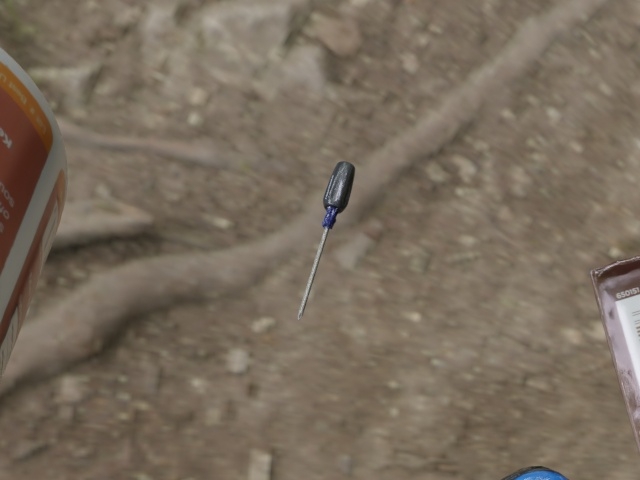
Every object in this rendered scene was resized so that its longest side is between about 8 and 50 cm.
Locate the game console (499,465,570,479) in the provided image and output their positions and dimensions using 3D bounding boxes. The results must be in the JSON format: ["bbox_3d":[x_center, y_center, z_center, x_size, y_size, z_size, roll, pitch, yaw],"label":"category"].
[{"bbox_3d":[0.081,0.296,1.139,0.250,0.173,0.293,-32,100,-8],"label":"game console"}]

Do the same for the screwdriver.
[{"bbox_3d":[0.000,0.000,1.832,0.025,0.024,0.170,1,60,38],"label":"screwdriver"}]

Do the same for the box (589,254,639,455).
[{"bbox_3d":[0.365,0.109,1.777,0.143,0.381,0.191,-17,81,15],"label":"box"}]

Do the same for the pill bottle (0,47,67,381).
[{"bbox_3d":[-0.154,0.028,0.580,0.121,0.216,0.121,4,126,5],"label":"pill bottle"}]
